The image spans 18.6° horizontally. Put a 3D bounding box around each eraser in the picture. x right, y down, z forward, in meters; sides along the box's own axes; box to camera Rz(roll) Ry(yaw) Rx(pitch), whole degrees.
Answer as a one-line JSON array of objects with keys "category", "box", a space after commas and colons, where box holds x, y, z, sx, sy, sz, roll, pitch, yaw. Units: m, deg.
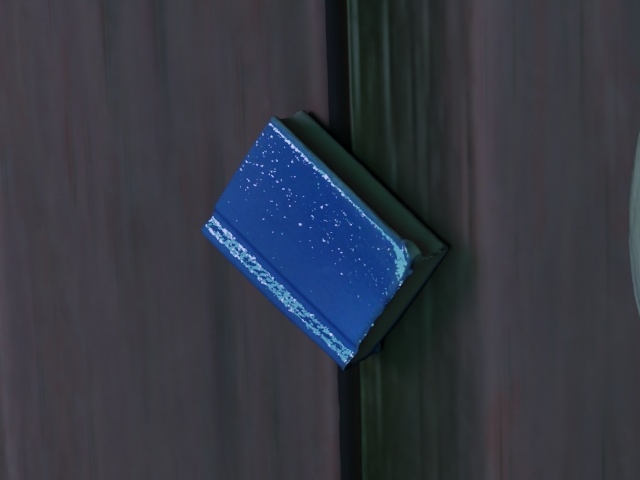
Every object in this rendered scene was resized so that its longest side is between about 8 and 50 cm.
[{"category": "eraser", "box": [0.000, 0.000, 0.763, 0.085, 0.027, 0.063, 44, 120, 18]}]

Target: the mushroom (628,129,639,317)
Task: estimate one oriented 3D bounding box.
[{"category": "mushroom", "box": [0.151, -0.041, 0.622, 0.116, 0.093, 0.225, -7, 88, 20]}]
